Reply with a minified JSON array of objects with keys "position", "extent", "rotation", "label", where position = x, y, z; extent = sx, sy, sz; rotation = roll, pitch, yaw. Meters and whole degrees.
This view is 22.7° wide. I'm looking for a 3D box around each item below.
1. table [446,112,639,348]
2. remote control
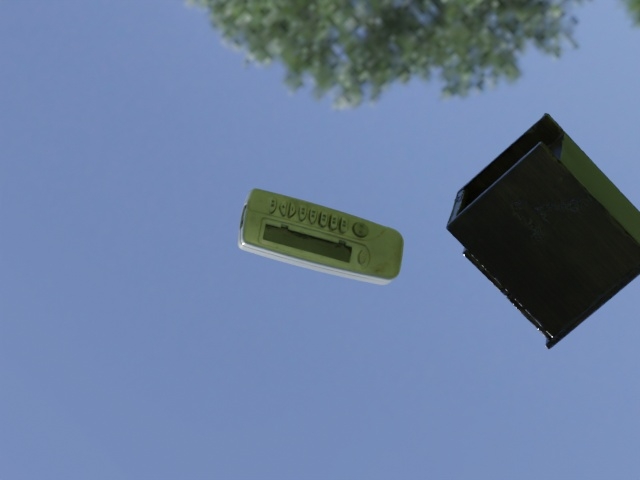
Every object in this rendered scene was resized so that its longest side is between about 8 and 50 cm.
[{"position":[0.271,-0.014,1.916],"extent":[0.193,0.172,0.169],"rotation":[46,-161,-6],"label":"table"},{"position":[0.000,0.000,2.179],"extent":[0.230,0.049,0.090],"rotation":[16,-115,-14],"label":"remote control"}]
